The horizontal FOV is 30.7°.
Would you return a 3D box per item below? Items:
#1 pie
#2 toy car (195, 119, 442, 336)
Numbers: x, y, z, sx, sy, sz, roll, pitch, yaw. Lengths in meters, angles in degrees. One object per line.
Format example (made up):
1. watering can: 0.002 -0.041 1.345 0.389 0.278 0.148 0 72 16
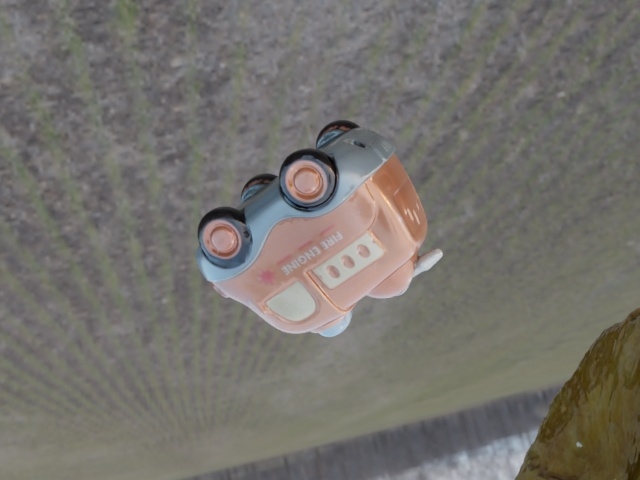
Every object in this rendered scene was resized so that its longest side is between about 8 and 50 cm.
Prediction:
1. pie: 0.202 0.169 0.762 0.083 0.339 0.339 31 163 -3
2. toy car: 0.000 0.000 1.380 0.270 0.212 0.180 -33 -174 23
